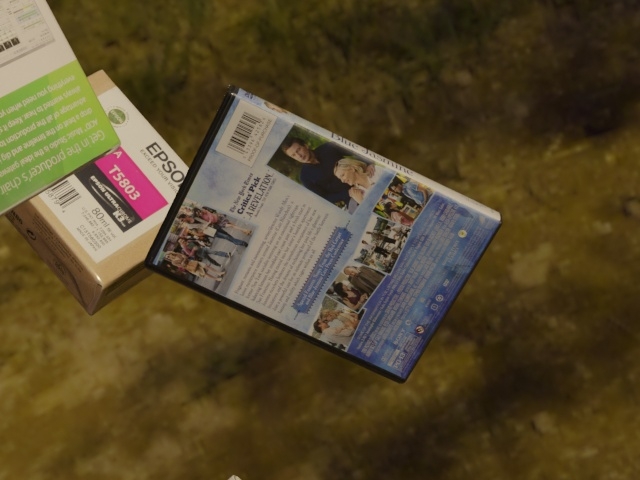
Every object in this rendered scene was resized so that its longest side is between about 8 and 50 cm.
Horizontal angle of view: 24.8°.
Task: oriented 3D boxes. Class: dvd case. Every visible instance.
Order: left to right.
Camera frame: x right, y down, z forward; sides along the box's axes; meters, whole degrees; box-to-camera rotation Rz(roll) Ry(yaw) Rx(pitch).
[{"bbox_3d":[0.000,0.000,1.226,0.180,0.253,0.022,-61,9,24],"label":"dvd case"}]

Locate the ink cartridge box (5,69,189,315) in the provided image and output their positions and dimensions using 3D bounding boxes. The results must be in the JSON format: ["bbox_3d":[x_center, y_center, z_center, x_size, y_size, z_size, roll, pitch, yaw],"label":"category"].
[{"bbox_3d":[-0.265,-0.060,1.720,0.193,0.234,0.088,-37,-10,-32],"label":"ink cartridge box"}]

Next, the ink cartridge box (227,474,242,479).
[{"bbox_3d":[-0.090,0.339,1.281,0.212,0.154,0.093,-44,24,3],"label":"ink cartridge box"}]

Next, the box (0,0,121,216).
[{"bbox_3d":[-0.294,-0.153,0.965,0.058,0.322,0.232,-19,13,43],"label":"box"}]
